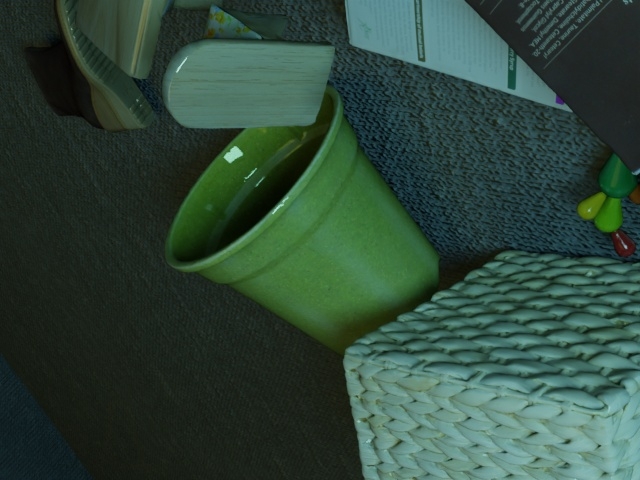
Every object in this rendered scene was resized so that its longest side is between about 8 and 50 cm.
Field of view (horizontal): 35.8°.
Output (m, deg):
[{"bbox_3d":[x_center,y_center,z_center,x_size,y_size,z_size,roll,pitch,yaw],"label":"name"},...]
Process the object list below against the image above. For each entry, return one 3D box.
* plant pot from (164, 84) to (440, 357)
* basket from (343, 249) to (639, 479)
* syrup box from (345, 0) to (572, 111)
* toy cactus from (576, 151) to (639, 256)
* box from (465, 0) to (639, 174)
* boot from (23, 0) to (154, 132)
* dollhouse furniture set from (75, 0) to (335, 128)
[{"bbox_3d":[0.000,0.000,1.185,0.254,0.276,0.276,43,151,-25],"label":"plant pot"},{"bbox_3d":[0.247,0.188,1.016,0.331,0.328,0.266,5,115,46],"label":"basket"},{"bbox_3d":[0.144,-0.207,0.896,0.237,0.093,0.096,23,144,27],"label":"syrup box"},{"bbox_3d":[0.293,-0.067,0.905,0.180,0.112,0.219,57,167,3],"label":"toy cactus"},{"bbox_3d":[0.244,-0.196,0.715,0.203,0.168,0.167,47,148,3],"label":"box"},{"bbox_3d":[-0.356,-0.255,1.390,0.207,0.090,0.248,14,143,34],"label":"boot"},{"bbox_3d":[-0.156,-0.328,0.746,0.362,0.256,0.394,43,126,39],"label":"dollhouse furniture set"}]
